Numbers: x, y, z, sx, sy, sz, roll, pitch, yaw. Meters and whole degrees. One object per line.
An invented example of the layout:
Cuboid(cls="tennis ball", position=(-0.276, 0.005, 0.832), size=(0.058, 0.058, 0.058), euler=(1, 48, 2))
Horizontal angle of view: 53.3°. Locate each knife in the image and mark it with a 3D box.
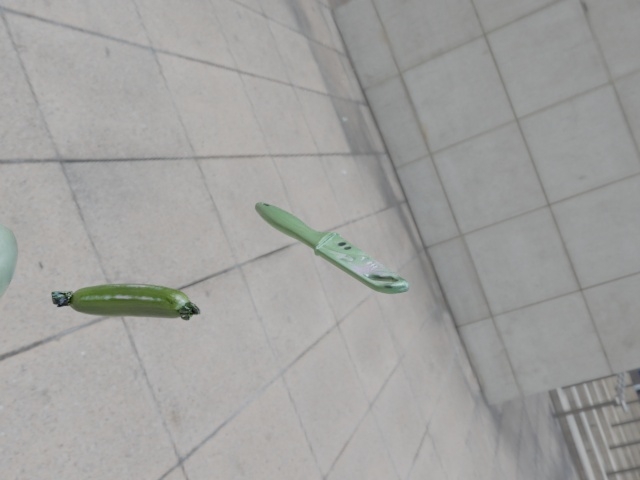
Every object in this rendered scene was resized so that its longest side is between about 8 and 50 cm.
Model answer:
Cuboid(cls="knife", position=(0.000, 0.000, 0.504), size=(0.207, 0.030, 0.014), euler=(32, -47, 52))

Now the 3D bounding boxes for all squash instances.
Cuboid(cls="squash", position=(-0.385, 0.122, 1.294), size=(0.080, 0.319, 0.071), euler=(55, 38, -72))

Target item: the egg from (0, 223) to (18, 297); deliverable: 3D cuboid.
Cuboid(cls="egg", position=(-0.587, 0.047, 1.007), size=(0.183, 0.217, 0.183), euler=(46, -27, 32))
